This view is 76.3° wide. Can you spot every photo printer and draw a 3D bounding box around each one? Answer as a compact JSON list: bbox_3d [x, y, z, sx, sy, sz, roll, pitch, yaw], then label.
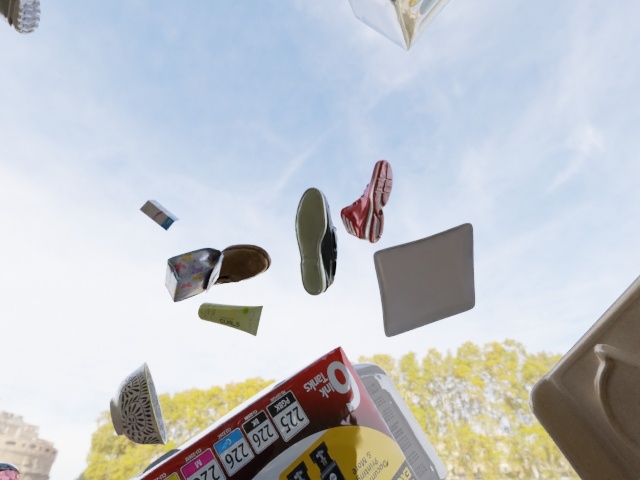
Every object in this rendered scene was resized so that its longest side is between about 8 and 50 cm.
[{"bbox_3d":[0.097,0.422,0.863,0.256,0.307,0.107,-13,-28,-44],"label":"photo printer"}]

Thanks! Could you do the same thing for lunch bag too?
[{"bbox_3d":[-0.190,0.051,0.627,0.083,0.053,0.071,-21,-25,-38],"label":"lunch bag"}]

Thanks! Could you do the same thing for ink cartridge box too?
[{"bbox_3d":[-0.593,-0.095,1.507,0.122,0.088,0.052,39,-89,-10],"label":"ink cartridge box"},{"bbox_3d":[-0.033,0.308,0.435,0.130,0.271,0.310,-39,-14,36],"label":"ink cartridge box"}]

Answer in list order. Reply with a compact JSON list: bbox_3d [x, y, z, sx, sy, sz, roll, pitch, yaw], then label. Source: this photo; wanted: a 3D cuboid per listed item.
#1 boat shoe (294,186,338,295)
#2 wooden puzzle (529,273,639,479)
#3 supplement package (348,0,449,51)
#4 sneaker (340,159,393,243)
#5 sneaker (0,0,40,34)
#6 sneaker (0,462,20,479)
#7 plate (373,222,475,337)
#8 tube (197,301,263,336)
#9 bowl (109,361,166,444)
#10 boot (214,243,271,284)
[{"bbox_3d":[0.003,0.001,1.305,0.127,0.339,0.113,-2,5,40],"label":"boat shoe"},{"bbox_3d":[0.362,0.153,0.288,0.081,0.322,0.347,-2,-49,-24],"label":"wooden puzzle"},{"bbox_3d":[0.207,-0.648,0.959,0.262,0.198,0.199,-49,-21,9],"label":"supplement package"},{"bbox_3d":[0.111,-0.111,1.093,0.128,0.221,0.087,15,7,38],"label":"sneaker"},{"bbox_3d":[-0.748,-0.656,0.983,0.115,0.105,0.281,31,-60,-9],"label":"sneaker"},{"bbox_3d":[-0.466,0.422,0.460,0.136,0.313,0.115,24,-31,23],"label":"sneaker"},{"bbox_3d":[0.278,0.104,1.089,0.278,0.045,0.277,-17,-64,-8],"label":"plate"},{"bbox_3d":[-0.281,0.234,1.275,0.240,0.062,0.070,3,-65,32],"label":"tube"},{"bbox_3d":[-0.370,0.339,0.817,0.080,0.170,0.170,-16,-32,-22],"label":"bowl"},{"bbox_3d":[-0.274,0.091,1.087,0.306,0.115,0.112,-13,-66,21],"label":"boot"}]
